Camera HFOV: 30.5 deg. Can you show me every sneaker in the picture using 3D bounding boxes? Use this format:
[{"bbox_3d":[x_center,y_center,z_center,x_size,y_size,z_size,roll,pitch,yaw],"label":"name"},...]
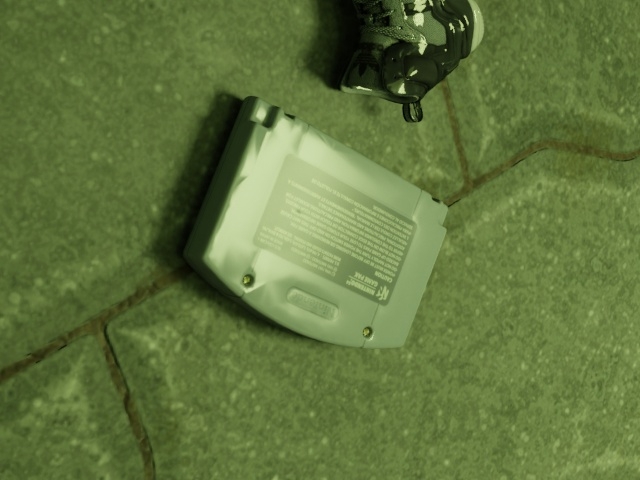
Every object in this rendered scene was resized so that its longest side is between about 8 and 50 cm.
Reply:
[{"bbox_3d":[0.059,-0.232,1.179,0.268,0.101,0.153,42,70,-39],"label":"sneaker"}]

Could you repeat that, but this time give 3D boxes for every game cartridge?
[{"bbox_3d":[0.000,0.000,1.212,0.297,0.062,0.198,27,86,-39],"label":"game cartridge"}]
